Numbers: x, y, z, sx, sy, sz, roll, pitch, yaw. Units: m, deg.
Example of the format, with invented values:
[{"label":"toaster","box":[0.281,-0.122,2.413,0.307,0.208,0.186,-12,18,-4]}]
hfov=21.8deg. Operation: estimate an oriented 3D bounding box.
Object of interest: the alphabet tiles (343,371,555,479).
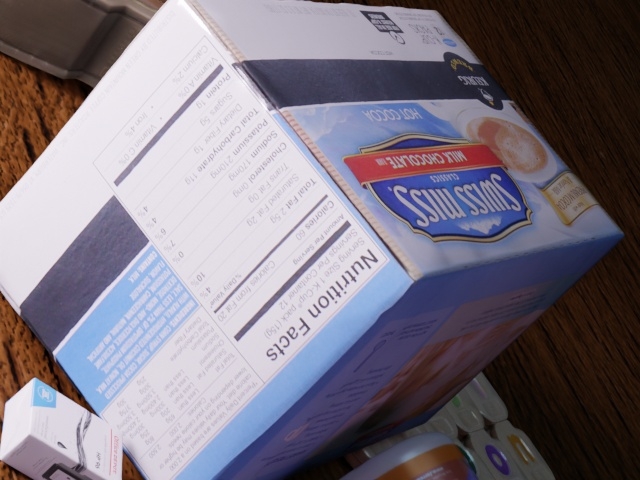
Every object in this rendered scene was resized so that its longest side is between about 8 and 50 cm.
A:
[{"label":"alphabet tiles","box":[0.097,0.163,1.316,0.278,0.021,0.284,55,24,14]}]

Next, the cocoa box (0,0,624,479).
[{"label":"cocoa box","box":[0.000,0.000,1.096,0.228,0.231,0.347,51,25,16]}]

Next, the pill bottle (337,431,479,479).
[{"label":"pill bottle","box":[0.087,0.239,1.047,0.216,0.121,0.121,57,24,17]}]

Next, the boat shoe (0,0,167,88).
[{"label":"boat shoe","box":[-0.133,-0.156,1.289,0.307,0.111,0.104,34,28,-32]}]

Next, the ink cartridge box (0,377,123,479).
[{"label":"ink cartridge box","box":[-0.140,0.121,0.945,0.083,0.028,0.048,37,26,-28]}]
